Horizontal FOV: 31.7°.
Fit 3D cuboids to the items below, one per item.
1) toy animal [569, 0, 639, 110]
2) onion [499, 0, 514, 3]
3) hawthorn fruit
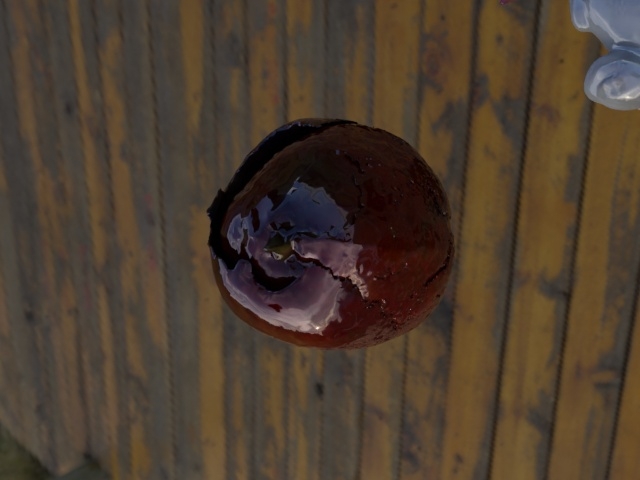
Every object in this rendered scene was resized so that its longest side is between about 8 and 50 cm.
[{"bbox_3d":[0.351,-0.205,0.887,0.154,0.325,0.209,-151,53,-68],"label":"toy animal"},{"bbox_3d":[0.182,-0.461,1.377,0.345,0.358,0.358,-35,81,37],"label":"onion"},{"bbox_3d":[0.000,0.000,0.661,0.148,0.172,0.148,4,101,23],"label":"hawthorn fruit"}]
